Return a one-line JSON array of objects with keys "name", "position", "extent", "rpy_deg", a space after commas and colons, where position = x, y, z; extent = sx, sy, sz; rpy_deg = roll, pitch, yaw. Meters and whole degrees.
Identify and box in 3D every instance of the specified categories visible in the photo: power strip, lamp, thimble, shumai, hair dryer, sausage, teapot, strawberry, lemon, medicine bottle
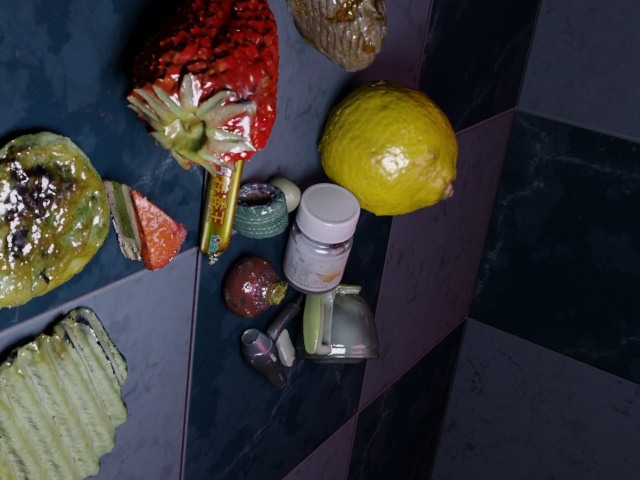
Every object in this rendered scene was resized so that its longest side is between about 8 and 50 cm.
[{"name": "power strip", "position": [-0.102, 0.303, 2.382], "extent": [0.047, 0.030, 0.191], "rpy_deg": [-56, 150, -28]}, {"name": "lamp", "position": [-0.121, -0.077, 2.032], "extent": [0.163, 0.091, 0.091], "rpy_deg": [-49, 151, -5]}, {"name": "thimble", "position": [-0.142, -0.070, 1.924], "extent": [0.118, 0.135, 0.090], "rpy_deg": [-54, 148, -42]}, {"name": "shumai", "position": [0.088, -0.567, 1.905], "extent": [0.283, 0.217, 0.346], "rpy_deg": [-52, 146, -29]}, {"name": "hair dryer", "position": [-0.096, 0.251, 2.268], "extent": [0.271, 0.091, 0.235], "rpy_deg": [-53, 142, -24]}, {"name": "sausage", "position": [-0.213, -0.117, 1.834], "extent": [0.082, 0.082, 0.371], "rpy_deg": [-19, 126, -57]}, {"name": "lamp", "position": [-0.157, 0.115, 2.030], "extent": [0.157, 0.135, 0.156], "rpy_deg": [-47, 145, -33]}, {"name": "teapot", "position": [0.016, 0.230, 2.384], "extent": [0.322, 0.240, 0.239], "rpy_deg": [7, 78, -43]}, {"name": "strawberry", "position": [-0.190, -0.305, 1.568], "extent": [0.292, 0.292, 0.343], "rpy_deg": [79, 26, -47]}, {"name": "lemon", "position": [0.183, -0.228, 2.165], "extent": [0.349, 0.387, 0.350], "rpy_deg": [-53, 169, -16]}, {"name": "medicine bottle", "position": [0.000, 0.000, 2.145], "extent": [0.165, 0.165, 0.273], "rpy_deg": [-45, 160, -39]}]

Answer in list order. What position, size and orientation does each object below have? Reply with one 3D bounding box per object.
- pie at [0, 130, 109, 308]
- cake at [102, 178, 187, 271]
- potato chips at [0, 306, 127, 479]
[{"name": "pie", "position": [-0.477, -0.032, 1.409], "extent": [0.323, 0.071, 0.323], "rpy_deg": [-40, 140, -45]}, {"name": "cake", "position": [-0.356, -0.020, 1.620], "extent": [0.116, 0.086, 0.220], "rpy_deg": [-66, 154, -11]}, {"name": "potato chips", "position": [-0.510, 0.338, 1.620], "extent": [0.358, 0.070, 0.429], "rpy_deg": [-43, 143, -36]}]
